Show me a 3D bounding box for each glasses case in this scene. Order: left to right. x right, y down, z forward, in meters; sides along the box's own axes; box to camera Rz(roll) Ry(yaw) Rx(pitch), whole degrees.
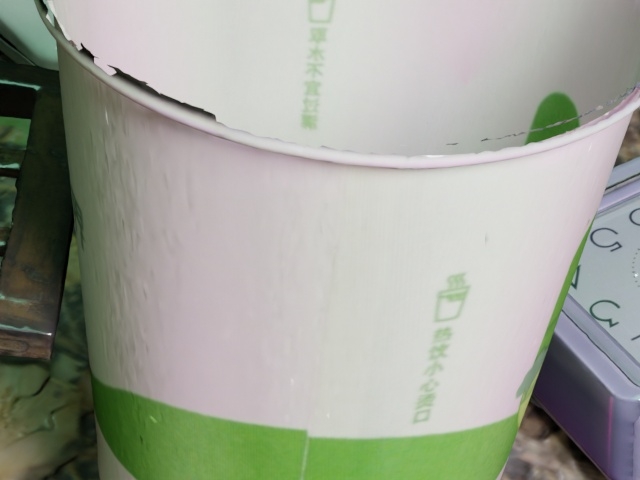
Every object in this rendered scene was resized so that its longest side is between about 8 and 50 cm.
[{"bbox_3d":[-0.187,-0.158,1.137,0.076,0.049,0.197,-31,47,-24],"label":"glasses case"}]

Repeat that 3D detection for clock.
[{"bbox_3d":[0.188,0.026,0.865,0.193,0.073,0.144,-24,44,-18],"label":"clock"}]

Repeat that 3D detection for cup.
[{"bbox_3d":[0.000,0.000,0.751,0.253,0.274,0.253,5,35,-4],"label":"cup"}]

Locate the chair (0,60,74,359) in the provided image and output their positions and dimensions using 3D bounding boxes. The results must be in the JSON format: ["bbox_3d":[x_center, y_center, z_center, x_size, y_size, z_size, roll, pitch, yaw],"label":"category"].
[{"bbox_3d":[-0.333,0.029,0.835,0.416,0.240,0.203,10,42,-7],"label":"chair"}]
